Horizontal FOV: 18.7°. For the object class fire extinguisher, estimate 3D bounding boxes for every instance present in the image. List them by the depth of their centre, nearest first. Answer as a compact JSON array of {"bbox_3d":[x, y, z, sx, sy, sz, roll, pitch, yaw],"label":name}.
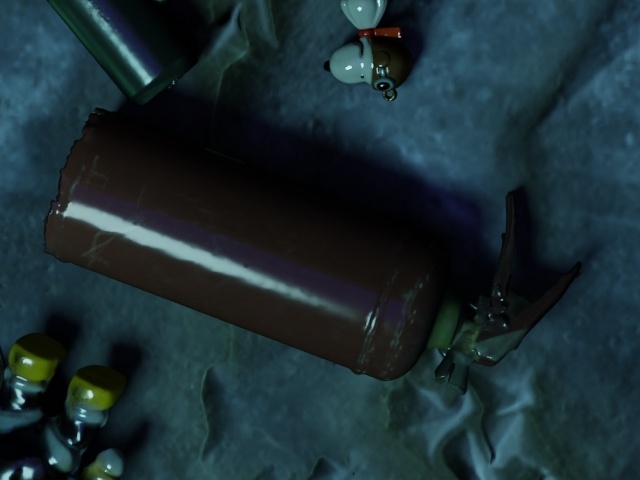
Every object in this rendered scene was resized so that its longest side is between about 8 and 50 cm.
[{"bbox_3d":[0.000,0.000,1.267,0.337,0.106,0.147,20,78,1],"label":"fire extinguisher"}]

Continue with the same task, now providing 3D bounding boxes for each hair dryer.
[{"bbox_3d":[-0.075,-0.184,1.261,0.197,0.057,0.100,-40,96,7],"label":"hair dryer"}]

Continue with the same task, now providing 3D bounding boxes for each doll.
[{"bbox_3d":[0.034,-0.136,1.262,0.058,0.040,0.085,14,103,14],"label":"doll"},{"bbox_3d":[-0.236,0.218,1.317,0.145,0.103,0.316,23,96,-15],"label":"doll"}]

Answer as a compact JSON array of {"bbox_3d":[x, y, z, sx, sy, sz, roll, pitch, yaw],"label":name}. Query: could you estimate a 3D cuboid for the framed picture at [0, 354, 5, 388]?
[{"bbox_3d":[-0.272,0.161,1.367,0.142,0.011,0.183,-14,99,9],"label":"framed picture"}]
